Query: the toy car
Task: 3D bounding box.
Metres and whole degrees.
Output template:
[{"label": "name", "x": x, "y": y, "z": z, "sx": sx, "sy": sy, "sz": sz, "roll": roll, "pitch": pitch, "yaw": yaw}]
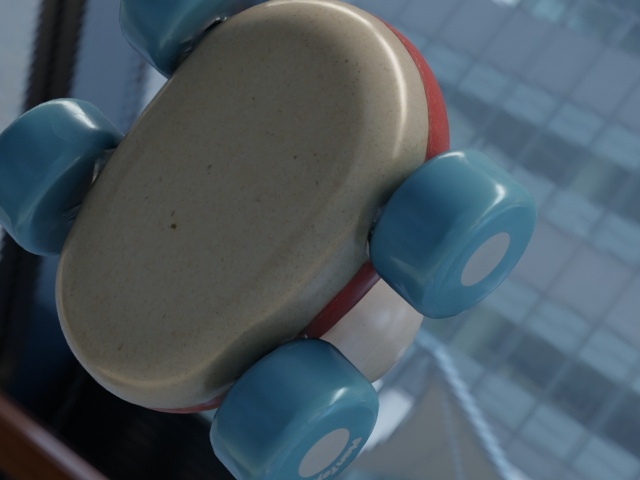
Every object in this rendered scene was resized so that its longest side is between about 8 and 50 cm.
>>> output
[{"label": "toy car", "x": 0.000, "y": 0.000, "z": 0.973, "sx": 0.219, "sy": 0.210, "sz": 0.238, "roll": 43, "pitch": 8, "yaw": 26}]
